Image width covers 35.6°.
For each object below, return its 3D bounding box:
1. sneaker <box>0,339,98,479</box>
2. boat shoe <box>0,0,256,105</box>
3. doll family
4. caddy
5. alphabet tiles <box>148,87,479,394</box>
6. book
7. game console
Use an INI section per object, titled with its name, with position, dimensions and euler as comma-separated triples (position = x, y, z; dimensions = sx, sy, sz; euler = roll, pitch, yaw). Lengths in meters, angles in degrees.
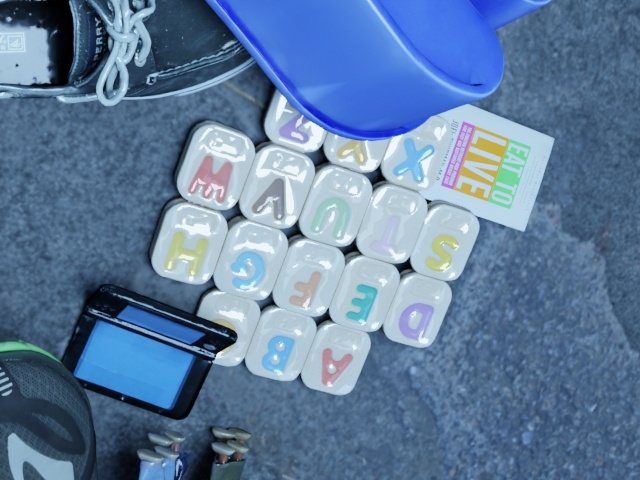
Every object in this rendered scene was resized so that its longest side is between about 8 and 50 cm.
[sneaker]
position = -0.219, 0.293, 0.775
dimensions = 0.185, 0.202, 0.483
euler = -20, 121, -35
[boat shoe]
position = -0.170, -0.156, 0.749
dimensions = 0.306, 0.105, 0.113
euler = -3, 106, -21
[doll family]
position = -0.118, 0.228, 0.861
dimensions = 0.193, 0.076, 0.111
euler = 11, 95, -48
[caddy]
position = 0.022, -0.237, 0.762
dimensions = 0.341, 0.179, 0.241
euler = 49, 59, -25
[alphabet tiles]
position = 0.000, 0.000, 0.889
dimensions = 0.284, 0.021, 0.278
euler = 17, 102, -20
[book]
position = 0.141, -0.075, 0.937
dimensions = 0.144, 0.035, 0.096
euler = 17, 97, -21
[game console]
position = -0.147, 0.097, 0.842
dimensions = 0.122, 0.107, 0.071
euler = 22, 68, -16
